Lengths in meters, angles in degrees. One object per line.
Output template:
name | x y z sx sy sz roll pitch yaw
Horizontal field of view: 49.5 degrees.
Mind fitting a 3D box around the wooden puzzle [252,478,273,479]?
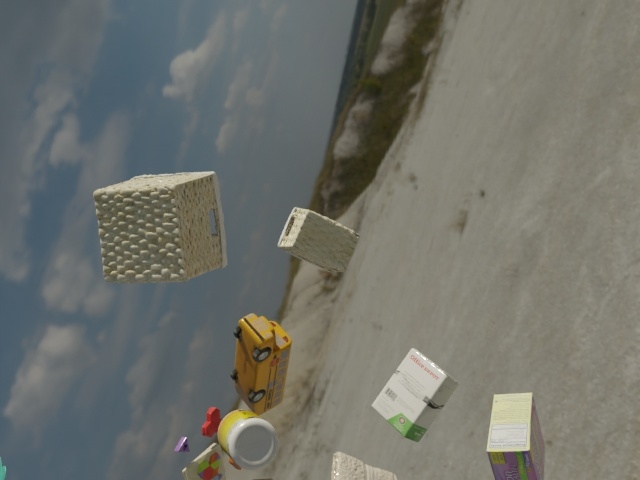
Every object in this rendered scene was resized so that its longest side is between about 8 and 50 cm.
wooden puzzle | -0.160 0.625 1.745 0.078 0.116 0.014 -55 44 14

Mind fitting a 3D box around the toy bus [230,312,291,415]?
toy bus | -0.160 0.334 1.891 0.130 0.108 0.332 -22 -40 -32

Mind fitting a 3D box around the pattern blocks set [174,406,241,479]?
pattern blocks set | -0.301 0.649 1.865 0.285 0.026 0.324 -44 -56 -48

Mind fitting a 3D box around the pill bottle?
pill bottle | -0.180 0.471 1.667 0.215 0.117 0.117 163 121 -71

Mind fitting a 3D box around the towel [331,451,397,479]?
towel | 0.103 0.661 1.683 0.049 0.187 0.282 -49 21 36

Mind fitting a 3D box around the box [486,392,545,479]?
box | 0.572 0.602 2.013 0.243 0.117 0.213 -57 -47 -56

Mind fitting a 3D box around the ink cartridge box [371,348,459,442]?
ink cartridge box | 0.282 0.456 2.059 0.219 0.092 0.160 -54 44 1

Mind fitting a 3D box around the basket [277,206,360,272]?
basket | 0.000 0.000 1.688 0.113 0.167 0.103 -67 20 -8

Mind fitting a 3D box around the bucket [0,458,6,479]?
bucket | -0.808 0.572 1.465 0.281 0.281 0.183 -80 1 -72

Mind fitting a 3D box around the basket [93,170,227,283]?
basket | -0.514 -0.042 2.229 0.266 0.331 0.328 -27 -66 -66
